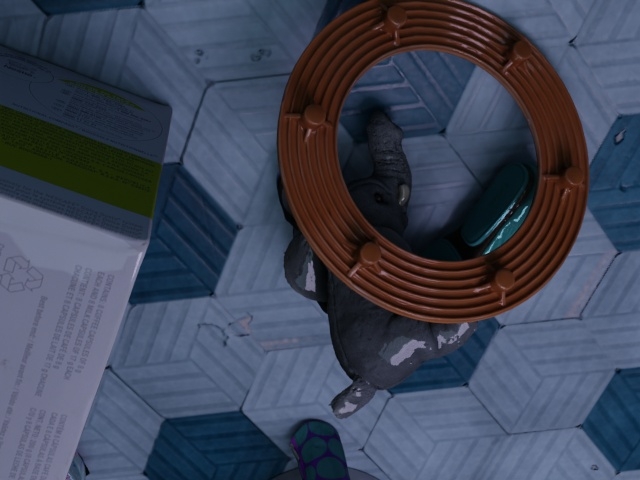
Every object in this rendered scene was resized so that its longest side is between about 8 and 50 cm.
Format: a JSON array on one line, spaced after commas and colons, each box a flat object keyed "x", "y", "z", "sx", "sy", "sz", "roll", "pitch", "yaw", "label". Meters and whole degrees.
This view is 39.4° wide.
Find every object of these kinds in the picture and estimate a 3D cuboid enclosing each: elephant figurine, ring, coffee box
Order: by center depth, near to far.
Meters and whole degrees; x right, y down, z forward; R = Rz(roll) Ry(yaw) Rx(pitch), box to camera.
[{"x": -0.356, "y": 0.014, "z": 0.843, "sx": 0.338, "sy": 0.334, "sz": 0.337, "roll": 18, "pitch": 114, "yaw": -15, "label": "coffee box"}, {"x": 0.122, "y": -0.088, "z": 0.874, "sx": 0.337, "sy": 0.032, "sz": 0.336, "roll": 4, "pitch": 77, "yaw": -17, "label": "ring"}, {"x": 0.046, "y": 0.018, "z": 0.926, "sx": 0.169, "sy": 0.186, "sz": 0.239, "roll": -29, "pitch": 98, "yaw": 23, "label": "elephant figurine"}]

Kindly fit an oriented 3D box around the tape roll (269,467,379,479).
[{"x": 0.005, "y": 0.446, "z": 1.181, "sx": 0.246, "sy": 0.169, "sz": 0.246, "roll": -1, "pitch": 118, "yaw": -3, "label": "tape roll"}]

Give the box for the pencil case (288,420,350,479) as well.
[{"x": 0.003, "y": 0.298, "z": 1.113, "sx": 0.070, "sy": 0.151, "sz": 0.064, "roll": 3, "pitch": 119, "yaw": -14, "label": "pencil case"}]

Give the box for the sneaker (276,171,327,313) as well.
[{"x": 0.000, "y": 0.000, "z": 1.001, "sx": 0.067, "sy": 0.078, "sz": 0.188, "roll": -13, "pitch": 116, "yaw": 6, "label": "sneaker"}]

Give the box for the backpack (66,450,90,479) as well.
[{"x": -0.382, "y": 0.326, "z": 1.127, "sx": 0.182, "sy": 0.115, "sz": 0.152, "roll": -33, "pitch": 112, "yaw": 10, "label": "backpack"}]

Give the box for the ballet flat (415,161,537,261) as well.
[{"x": 0.179, "y": 0.019, "z": 1.024, "sx": 0.087, "sy": 0.083, "sz": 0.247, "roll": 28, "pitch": 115, "yaw": -32, "label": "ballet flat"}]
